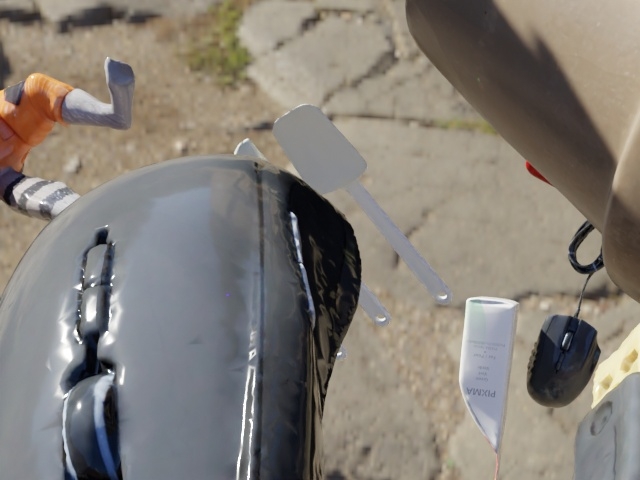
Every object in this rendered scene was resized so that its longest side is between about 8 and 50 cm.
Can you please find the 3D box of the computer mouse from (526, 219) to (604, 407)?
[{"bbox_3d":[0.273,0.075,1.693,0.071,0.242,0.041,18,22,9],"label":"computer mouse"}]

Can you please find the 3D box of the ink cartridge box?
[{"bbox_3d":[0.167,0.170,1.647,0.056,0.224,0.181,8,-1,8],"label":"ink cartridge box"}]

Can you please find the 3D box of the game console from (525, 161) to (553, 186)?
[{"bbox_3d":[0.265,-0.104,1.393,0.124,0.144,0.085,28,31,-2],"label":"game console"}]

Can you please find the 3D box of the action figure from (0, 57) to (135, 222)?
[{"bbox_3d":[-0.345,-0.037,1.410,0.330,0.178,0.341,-7,36,52],"label":"action figure"}]

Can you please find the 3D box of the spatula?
[{"bbox_3d":[0.000,0.000,1.410,0.168,0.242,0.019,-29,26,23],"label":"spatula"}]

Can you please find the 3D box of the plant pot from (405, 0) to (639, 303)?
[{"bbox_3d":[0.175,-0.113,0.854,0.229,0.263,0.263,32,51,25],"label":"plant pot"}]

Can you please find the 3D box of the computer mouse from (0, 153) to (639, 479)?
[{"bbox_3d":[-0.013,0.027,0.371,0.184,0.060,0.262,-16,25,19],"label":"computer mouse"}]
